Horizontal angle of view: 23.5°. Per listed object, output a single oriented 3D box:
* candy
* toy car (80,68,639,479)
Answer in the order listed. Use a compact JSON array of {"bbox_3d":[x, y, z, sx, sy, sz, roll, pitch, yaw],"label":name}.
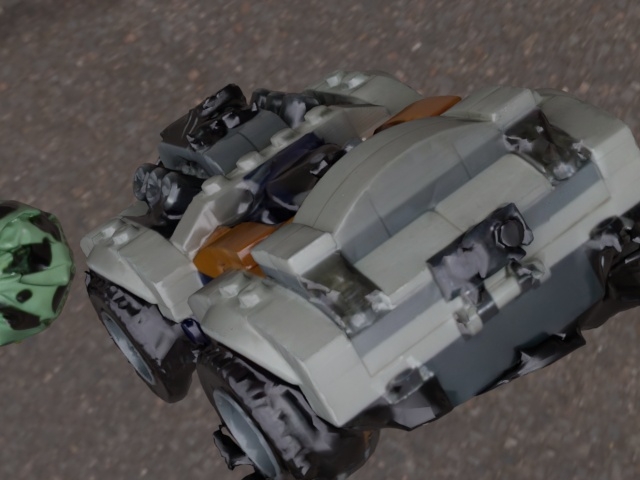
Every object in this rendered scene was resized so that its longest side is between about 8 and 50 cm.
[{"bbox_3d":[-0.203,0.013,0.763,0.091,0.305,0.083,-25,83,7],"label":"candy"},{"bbox_3d":[-0.001,-0.002,0.655,0.193,0.301,0.118,-35,114,-15],"label":"toy car"}]
